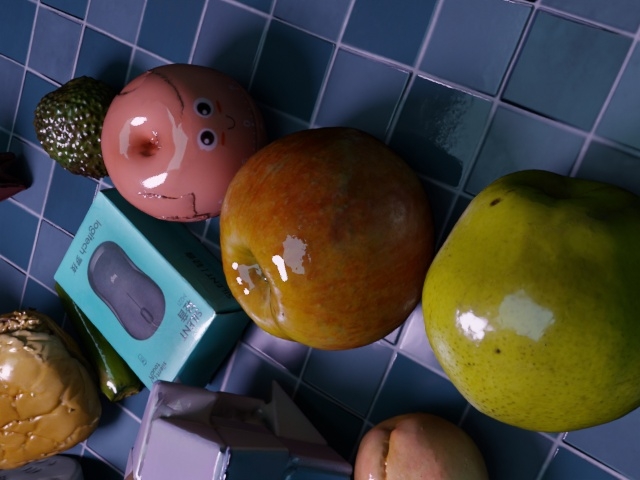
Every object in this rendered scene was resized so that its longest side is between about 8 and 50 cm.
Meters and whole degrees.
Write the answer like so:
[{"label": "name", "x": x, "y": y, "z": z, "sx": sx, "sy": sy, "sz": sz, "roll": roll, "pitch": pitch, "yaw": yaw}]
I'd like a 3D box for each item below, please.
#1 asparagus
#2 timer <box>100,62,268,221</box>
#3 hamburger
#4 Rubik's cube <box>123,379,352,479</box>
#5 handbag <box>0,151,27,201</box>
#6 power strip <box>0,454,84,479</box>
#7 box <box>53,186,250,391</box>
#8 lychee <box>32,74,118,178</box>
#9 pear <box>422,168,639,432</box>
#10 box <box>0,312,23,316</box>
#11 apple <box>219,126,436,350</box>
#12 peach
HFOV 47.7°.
[{"label": "asparagus", "x": -0.412, "y": 0.162, "z": 1.314, "sx": 0.067, "sy": 0.060, "sz": 0.278, "roll": -38, "pitch": 77, "yaw": 21}, {"label": "timer", "x": -0.195, "y": -0.142, "z": 1.062, "sx": 0.229, "sy": 0.215, "sz": 0.229, "roll": 4, "pitch": 98, "yaw": 29}, {"label": "hamburger", "x": -0.552, "y": 0.269, "z": 1.275, "sx": 0.318, "sy": 0.318, "sz": 0.158, "roll": -57, "pitch": 26, "yaw": 22}, {"label": "Rubik's cube", "x": -0.141, "y": 0.389, "z": 1.031, "sx": 0.358, "sy": 0.368, "sz": 0.387, "roll": 16, "pitch": 82, "yaw": -15}, {"label": "handbag", "x": -0.723, "y": -0.083, "z": 1.336, "sx": 0.260, "sy": 0.275, "sz": 0.084, "roll": -17, "pitch": 90, "yaw": 32}, {"label": "power strip", "x": -0.581, "y": 0.519, "z": 1.288, "sx": 0.357, "sy": 0.357, "sz": 0.161, "roll": -7, "pitch": 95, "yaw": 30}, {"label": "box", "x": -0.276, "y": 0.082, "z": 1.194, "sx": 0.311, "sy": 0.118, "sz": 0.205, "roll": 44, "pitch": 116, "yaw": 18}, {"label": "lychee", "x": -0.390, "y": -0.183, "z": 1.209, "sx": 0.171, "sy": 0.171, "sz": 0.171, "roll": 4, "pitch": 98, "yaw": 29}, {"label": "pear", "x": 0.256, "y": 0.075, "z": 0.806, "sx": 0.294, "sy": 0.294, "sz": 0.294, "roll": 4, "pitch": 98, "yaw": 29}, {"label": "box", "x": -0.755, "y": 0.192, "z": 1.336, "sx": 0.204, "sy": 0.365, "sz": 0.051, "roll": -14, "pitch": 85, "yaw": 31}, {"label": "apple", "x": 0.000, "y": 0.000, "z": 0.940, "sx": 0.301, "sy": 0.301, "sz": 0.301, "roll": 4, "pitch": 98, "yaw": 29}, {"label": "peach", "x": 0.130, "y": 0.317, "z": 0.964, "sx": 0.184, "sy": 0.184, "sz": 0.184, "roll": 4, "pitch": 98, "yaw": 29}]
